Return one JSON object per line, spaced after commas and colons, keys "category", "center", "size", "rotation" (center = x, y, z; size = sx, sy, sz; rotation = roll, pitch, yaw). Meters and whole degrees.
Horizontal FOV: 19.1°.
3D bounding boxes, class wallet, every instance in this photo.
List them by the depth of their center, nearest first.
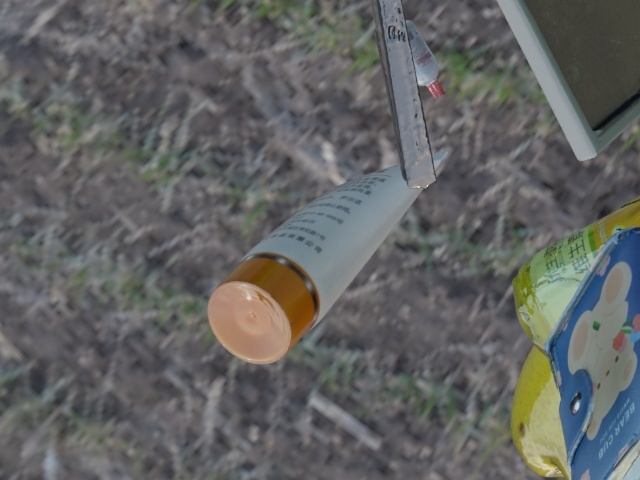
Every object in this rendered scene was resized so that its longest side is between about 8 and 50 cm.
{"category": "wallet", "center": [0.212, 0.101, 1.314], "size": [0.059, 0.202, 0.141], "rotation": [18, 126, -14]}

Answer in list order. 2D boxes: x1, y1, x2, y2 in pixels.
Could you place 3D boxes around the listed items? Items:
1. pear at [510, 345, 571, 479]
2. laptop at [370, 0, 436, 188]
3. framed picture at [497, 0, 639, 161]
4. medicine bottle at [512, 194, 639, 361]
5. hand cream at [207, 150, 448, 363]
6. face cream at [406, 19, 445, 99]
{"category": "pear", "center": [0.358, 0.127, 1.997], "size": [0.285, 0.285, 0.336], "rotation": [41, 117, -1]}
{"category": "laptop", "center": [0.030, -0.127, 0.984], "size": [0.016, 0.197, 0.135], "rotation": [-11, 119, 1]}
{"category": "framed picture", "center": [0.203, -0.205, 1.305], "size": [0.016, 0.289, 0.213], "rotation": [-20, 104, 44]}
{"category": "medicine bottle", "center": [0.289, 0.026, 1.754], "size": [0.239, 0.124, 0.124], "rotation": [-31, 101, 26]}
{"category": "hand cream", "center": [0.000, 0.000, 1.782], "size": [0.139, 0.314, 0.089], "rotation": [-18, 110, 40]}
{"category": "face cream", "center": [0.099, -0.181, 1.931], "size": [0.021, 0.040, 0.083], "rotation": [-24, 101, 52]}
